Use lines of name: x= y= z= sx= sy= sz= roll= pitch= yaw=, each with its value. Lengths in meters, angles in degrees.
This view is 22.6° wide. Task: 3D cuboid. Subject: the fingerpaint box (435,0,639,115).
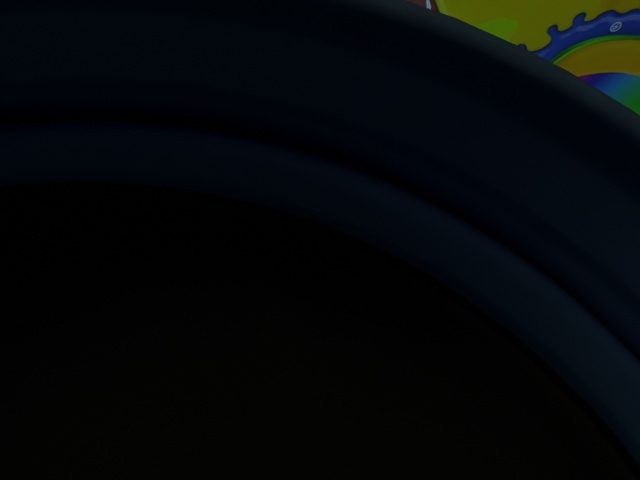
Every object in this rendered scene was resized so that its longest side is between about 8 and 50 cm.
fingerpaint box: x=0.243 y=-0.147 z=0.723 sx=0.371 sy=0.163 sz=0.444 roll=-31 pitch=34 yaw=14

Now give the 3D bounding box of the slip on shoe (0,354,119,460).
slip on shoe: x=-0.169 y=0.152 z=0.369 sx=0.331 sy=0.123 sz=0.101 roll=-47 pitch=19 yaw=-17

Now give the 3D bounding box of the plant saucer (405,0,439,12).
plant saucer: x=0.000 y=0.000 z=0.853 sx=0.258 sy=0.048 sz=0.259 roll=-44 pitch=31 yaw=21

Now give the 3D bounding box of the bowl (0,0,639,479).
bowl: x=-0.024 y=0.139 z=0.304 sx=0.391 sy=0.391 sz=0.077 roll=-58 pitch=11 yaw=-26
